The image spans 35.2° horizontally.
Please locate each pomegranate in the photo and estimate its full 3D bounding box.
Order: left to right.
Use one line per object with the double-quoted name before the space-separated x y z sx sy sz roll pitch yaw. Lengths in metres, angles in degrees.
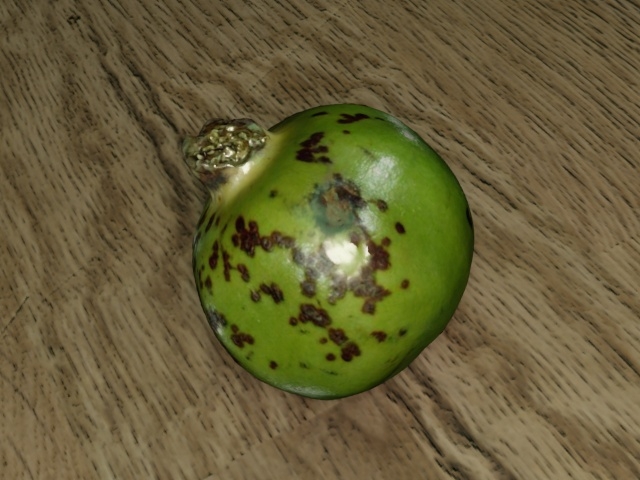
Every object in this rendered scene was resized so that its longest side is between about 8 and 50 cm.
"pomegranate" 0.000 0.000 0.832 0.254 0.270 0.254 -37 28 24
